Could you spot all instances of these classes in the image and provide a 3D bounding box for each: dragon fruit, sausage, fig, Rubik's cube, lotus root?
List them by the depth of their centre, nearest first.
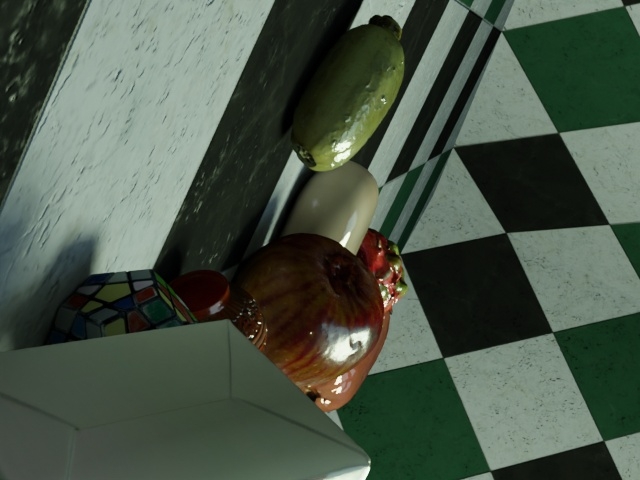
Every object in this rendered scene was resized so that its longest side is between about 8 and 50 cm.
[{"bbox_3d":[-0.126,0.073,0.845,0.093,0.111,0.111,-3,124,-52],"label":"Rubik's cube"},{"bbox_3d":[0.034,-0.148,1.260,0.183,0.077,0.090,-58,172,-25],"label":"lotus root"},{"bbox_3d":[-0.037,0.093,1.398,0.207,0.175,0.175,-50,-178,35],"label":"fig"},{"bbox_3d":[0.031,0.052,1.732,0.172,0.166,0.160,61,16,-69],"label":"dragon fruit"},{"bbox_3d":[0.022,0.154,2.042,0.280,0.152,0.152,-55,170,-50],"label":"sausage"}]

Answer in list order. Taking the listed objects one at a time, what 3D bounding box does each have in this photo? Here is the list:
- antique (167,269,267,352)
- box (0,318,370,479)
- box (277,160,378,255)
[{"bbox_3d":[-0.094,0.081,1.089,0.104,0.104,0.104,-61,173,-13],"label":"antique"},{"bbox_3d":[-0.145,0.231,0.749,0.225,0.143,0.341,-5,126,-46],"label":"box"},{"bbox_3d":[0.000,0.000,1.527,0.200,0.088,0.146,-65,174,26],"label":"box"}]
